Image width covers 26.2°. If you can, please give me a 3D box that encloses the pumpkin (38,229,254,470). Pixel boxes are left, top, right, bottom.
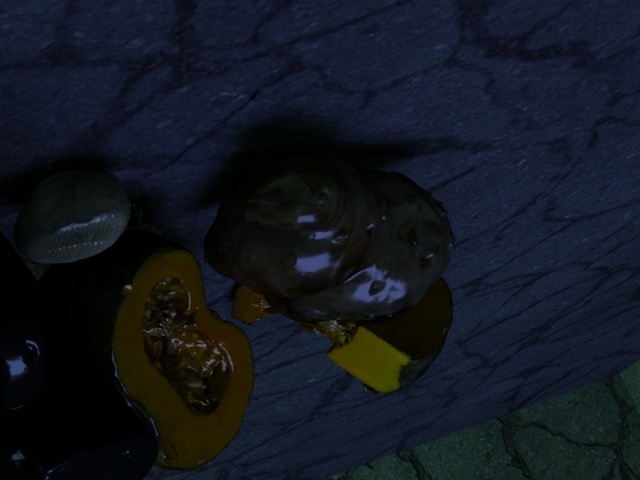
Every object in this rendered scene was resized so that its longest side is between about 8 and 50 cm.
[{"bbox_3d":[-0.200,0.133,1.482,0.222,0.139,0.317,-56,148,-24],"label":"pumpkin"}]

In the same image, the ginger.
[{"bbox_3d":[0.000,0.000,1.514,0.256,0.176,0.375,-12,165,17],"label":"ginger"}]

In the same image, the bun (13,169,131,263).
[{"bbox_3d":[-0.237,-0.027,1.306,0.115,0.069,0.115,-19,160,-7],"label":"bun"}]

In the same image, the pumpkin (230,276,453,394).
[{"bbox_3d":[0.037,0.117,1.849,0.280,0.190,0.139,-13,160,-27],"label":"pumpkin"}]

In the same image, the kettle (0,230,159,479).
[{"bbox_3d":[-0.311,0.108,1.173,0.203,0.308,0.262,-37,162,0],"label":"kettle"}]
